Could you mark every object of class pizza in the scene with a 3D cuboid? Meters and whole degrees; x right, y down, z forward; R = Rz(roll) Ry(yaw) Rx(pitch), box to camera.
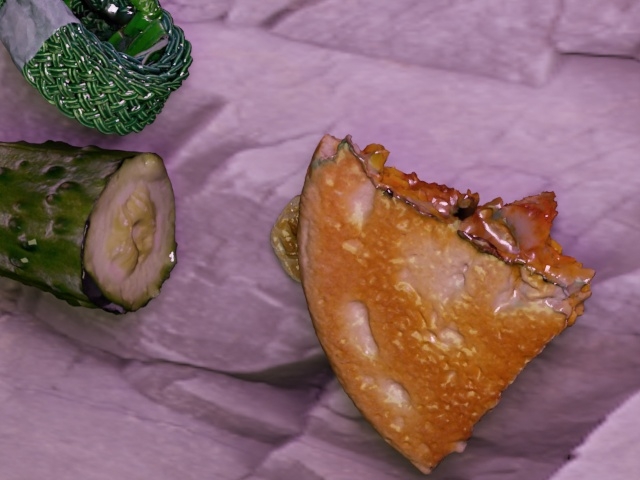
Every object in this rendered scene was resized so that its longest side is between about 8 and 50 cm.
[{"bbox_3d":[0.099,0.036,1.452,0.229,0.081,0.289,-8,114,30],"label":"pizza"}]

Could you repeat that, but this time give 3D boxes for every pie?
[{"bbox_3d":[0.000,0.000,1.518,0.084,0.020,0.084,10,117,20],"label":"pie"}]

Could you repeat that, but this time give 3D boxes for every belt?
[{"bbox_3d":[-0.164,-0.155,1.457,0.151,0.121,0.079,42,126,7],"label":"belt"}]

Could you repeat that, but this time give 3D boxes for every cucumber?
[{"bbox_3d":[-0.238,-0.024,1.563,0.244,0.134,0.134,13,119,30],"label":"cucumber"}]
